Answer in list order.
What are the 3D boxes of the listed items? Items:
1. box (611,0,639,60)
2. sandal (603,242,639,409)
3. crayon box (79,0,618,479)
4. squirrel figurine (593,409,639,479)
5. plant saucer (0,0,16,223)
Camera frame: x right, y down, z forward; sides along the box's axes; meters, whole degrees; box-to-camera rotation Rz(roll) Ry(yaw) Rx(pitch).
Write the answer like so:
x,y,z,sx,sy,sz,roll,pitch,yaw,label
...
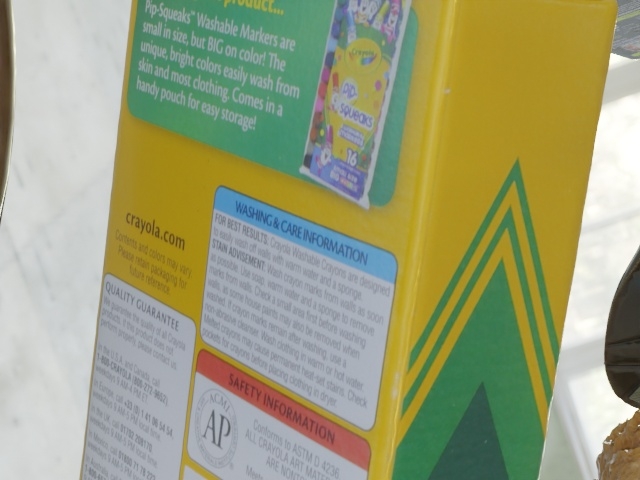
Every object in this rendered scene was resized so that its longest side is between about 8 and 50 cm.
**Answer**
x,y,z,sx,sy,sz,roll,pitch,yaw,label
0.222,-0.202,1.085,0.270,0.216,0.060,-12,-110,64,box
0.218,-0.003,0.903,0.060,0.090,0.219,-38,132,-67,sandal
0.000,0.000,0.601,0.203,0.083,0.323,23,-70,51,crayon box
0.509,0.280,1.713,0.397,0.370,0.281,62,3,-24,squirrel figurine
-0.177,-0.013,0.533,0.278,0.041,0.278,11,90,-80,plant saucer
